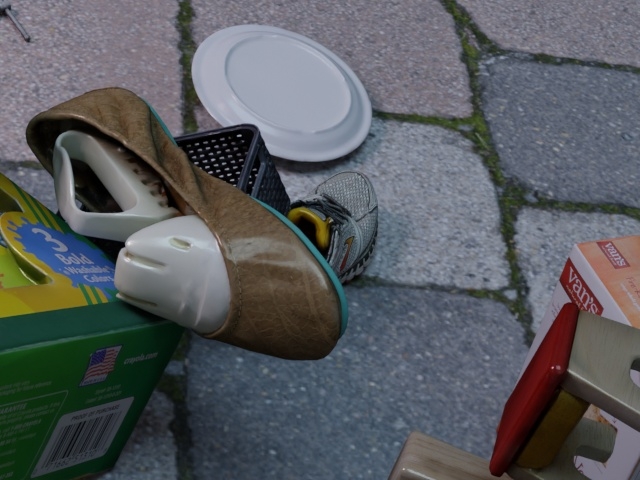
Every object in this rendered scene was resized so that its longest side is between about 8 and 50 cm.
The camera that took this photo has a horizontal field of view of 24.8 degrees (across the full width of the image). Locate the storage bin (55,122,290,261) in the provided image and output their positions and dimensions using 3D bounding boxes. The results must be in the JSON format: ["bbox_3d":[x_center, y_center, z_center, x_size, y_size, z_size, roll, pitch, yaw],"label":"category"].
[{"bbox_3d":[-0.129,-0.023,1.277,0.180,0.084,0.122,-10,37,20],"label":"storage bin"}]

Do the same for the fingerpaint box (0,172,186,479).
[{"bbox_3d":[-0.368,0.032,1.011,0.371,0.163,0.445,35,18,22],"label":"fingerpaint box"}]

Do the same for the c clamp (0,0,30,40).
[{"bbox_3d":[-0.407,-0.248,1.546,0.160,0.022,0.137,-13,49,-29],"label":"c clamp"}]

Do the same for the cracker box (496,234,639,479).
[{"bbox_3d":[0.228,0.132,1.161,0.067,0.232,0.156,-6,45,-23],"label":"cracker box"}]

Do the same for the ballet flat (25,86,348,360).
[{"bbox_3d":[-0.123,-0.013,1.106,0.124,0.116,0.342,-10,42,-38],"label":"ballet flat"}]

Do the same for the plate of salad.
[{"bbox_3d":[-0.042,-0.151,1.532,0.199,0.048,0.200,14,47,-15],"label":"plate of salad"}]

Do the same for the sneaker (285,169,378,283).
[{"bbox_3d":[0.000,0.000,1.343,0.088,0.093,0.225,23,41,9],"label":"sneaker"}]

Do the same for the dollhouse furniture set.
[{"bbox_3d":[0.066,0.221,0.913,0.152,0.374,0.201,22,40,0],"label":"dollhouse furniture set"}]
